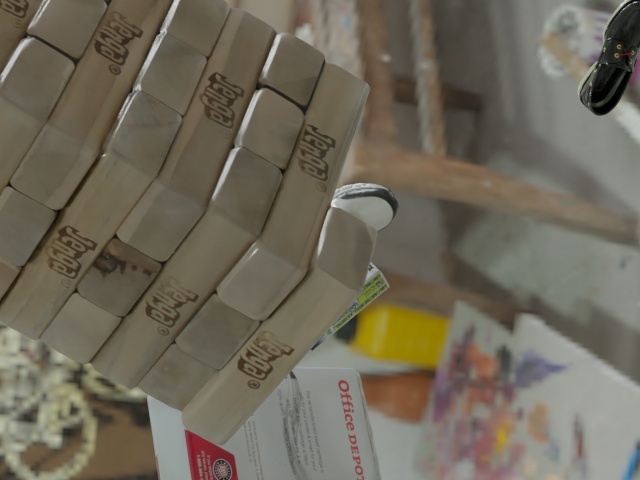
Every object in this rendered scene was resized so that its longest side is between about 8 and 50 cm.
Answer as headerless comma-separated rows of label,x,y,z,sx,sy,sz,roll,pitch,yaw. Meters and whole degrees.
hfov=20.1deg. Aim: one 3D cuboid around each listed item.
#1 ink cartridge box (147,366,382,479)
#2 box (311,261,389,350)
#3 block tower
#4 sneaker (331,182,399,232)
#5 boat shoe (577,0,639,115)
ink cartridge box,-0.041,0.152,1.324,0.063,0.150,0.109,-47,47,51
box,-0.028,0.018,2.011,0.114,0.036,0.207,-39,51,-5
block tower,-0.143,-0.068,0.536,0.091,0.335,0.097,-50,15,42
sneaker,0.000,0.000,1.132,0.044,0.109,0.040,-101,-15,-61
boat shoe,0.318,-0.195,1.922,0.133,0.049,0.042,-66,24,23
